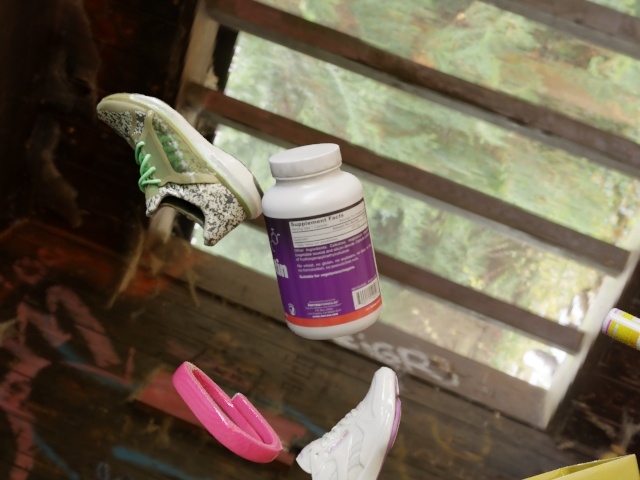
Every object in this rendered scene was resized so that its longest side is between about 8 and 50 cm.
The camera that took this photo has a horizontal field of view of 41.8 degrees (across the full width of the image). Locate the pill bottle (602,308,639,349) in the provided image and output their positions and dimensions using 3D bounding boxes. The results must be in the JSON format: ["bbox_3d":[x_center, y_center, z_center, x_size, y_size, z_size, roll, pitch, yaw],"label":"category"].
[{"bbox_3d":[0.474,0.138,1.268,0.043,0.083,0.043,-32,-44,-37],"label":"pill bottle"}]

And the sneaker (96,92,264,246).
[{"bbox_3d":[-0.306,-0.138,1.652,0.182,0.410,0.158,-50,-12,-24],"label":"sneaker"}]

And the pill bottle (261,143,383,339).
[{"bbox_3d":[0.000,0.000,1.484,0.181,0.182,0.322,-53,-45,-67],"label":"pill bottle"}]

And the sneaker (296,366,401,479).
[{"bbox_3d":[0.047,0.360,1.470,0.114,0.152,0.305,83,-152,-78],"label":"sneaker"}]

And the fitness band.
[{"bbox_3d":[-0.192,0.353,1.723,0.054,0.291,0.209,-50,-42,-1],"label":"fitness band"}]

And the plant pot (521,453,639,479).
[{"bbox_3d":[0.400,0.475,1.357,0.212,0.212,0.187,129,128,-62],"label":"plant pot"}]
